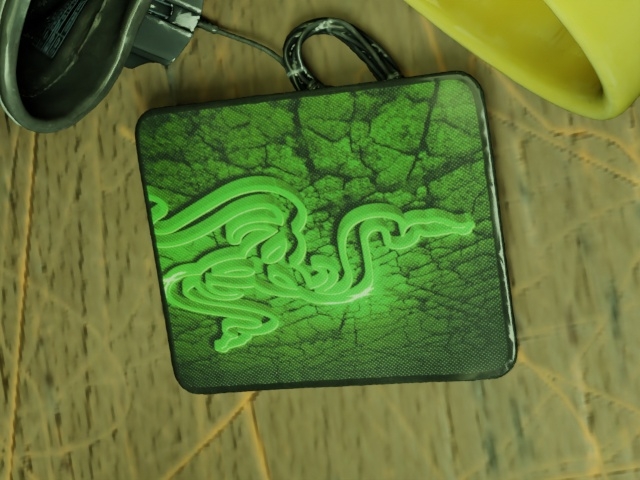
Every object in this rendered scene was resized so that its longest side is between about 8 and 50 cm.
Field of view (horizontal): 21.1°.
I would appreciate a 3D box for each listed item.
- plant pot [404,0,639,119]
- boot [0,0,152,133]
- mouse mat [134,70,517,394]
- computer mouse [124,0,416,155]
[{"bbox_3d":[0.103,-0.218,0.713,0.254,0.254,0.239,41,89,17],"label":"plant pot"},{"bbox_3d":[-0.185,-0.087,0.838,0.222,0.118,0.338,29,108,48],"label":"boot"},{"bbox_3d":[0.000,0.000,0.859,0.189,0.007,0.153,-5,99,23],"label":"mouse mat"},{"bbox_3d":[-0.057,-0.106,0.876,0.242,0.041,0.071,25,99,19],"label":"computer mouse"}]
